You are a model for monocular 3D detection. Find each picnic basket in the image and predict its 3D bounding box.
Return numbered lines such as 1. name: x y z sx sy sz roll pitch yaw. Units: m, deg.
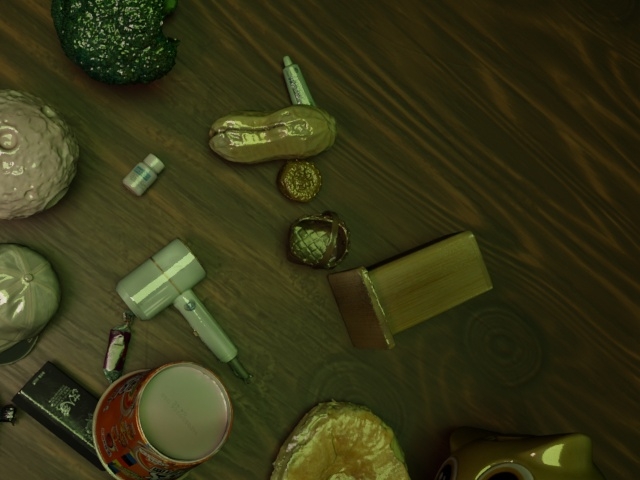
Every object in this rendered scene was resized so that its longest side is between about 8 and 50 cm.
1. picnic basket: 0.000 0.000 1.555 0.138 0.178 0.127 10 82 -13

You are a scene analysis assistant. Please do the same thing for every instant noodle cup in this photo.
1. instant noodle cup: -0.300 0.355 1.398 0.251 0.192 0.250 15 61 -29

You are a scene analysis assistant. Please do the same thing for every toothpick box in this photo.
1. toothpick box: 0.421 0.616 1.485 0.409 0.409 0.424 3 78 -14
2. toothpick box: 0.211 0.103 1.605 0.308 0.190 0.187 -22 90 -20

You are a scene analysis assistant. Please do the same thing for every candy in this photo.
1. candy: -0.431 0.232 1.495 0.044 0.045 0.174 12 81 1

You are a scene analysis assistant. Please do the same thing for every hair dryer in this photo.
1. hair dryer: -0.265 0.183 1.523 0.173 0.107 0.357 -39 101 -12

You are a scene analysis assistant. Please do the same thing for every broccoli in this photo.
1. broccoli: -0.406 -0.468 1.471 0.297 0.297 0.297 45 55 -6

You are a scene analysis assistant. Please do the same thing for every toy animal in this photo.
1. toy animal: -0.665 0.350 1.414 0.108 0.062 0.220 3 71 -12

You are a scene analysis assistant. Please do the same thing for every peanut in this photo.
1. peanut: -0.104 -0.237 1.576 0.291 0.130 0.129 -7 86 -4

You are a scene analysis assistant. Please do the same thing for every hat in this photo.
1. hat: -0.652 0.127 1.396 0.275 0.161 0.232 -36 90 -11

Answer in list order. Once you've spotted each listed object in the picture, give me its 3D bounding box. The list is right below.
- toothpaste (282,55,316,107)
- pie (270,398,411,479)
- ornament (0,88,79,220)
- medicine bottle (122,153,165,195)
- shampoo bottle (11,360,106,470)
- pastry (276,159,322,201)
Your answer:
1. toothpaste: -0.042 -0.327 1.651 0.064 0.041 0.218 -21 93 -1
2. pie: 0.050 0.530 1.567 0.340 0.083 0.339 2 83 -16
3. ornament: -0.602 -0.159 1.383 0.225 0.259 0.259 43 76 -6
4. medicine bottle: -0.384 -0.143 1.538 0.052 0.052 0.089 41 76 -7
5. shampoo bottle: -0.472 0.382 1.446 0.309 0.071 0.098 41 39 -8
6. pastry: -0.049 -0.138 1.622 0.097 0.057 0.109 -22 92 -20
